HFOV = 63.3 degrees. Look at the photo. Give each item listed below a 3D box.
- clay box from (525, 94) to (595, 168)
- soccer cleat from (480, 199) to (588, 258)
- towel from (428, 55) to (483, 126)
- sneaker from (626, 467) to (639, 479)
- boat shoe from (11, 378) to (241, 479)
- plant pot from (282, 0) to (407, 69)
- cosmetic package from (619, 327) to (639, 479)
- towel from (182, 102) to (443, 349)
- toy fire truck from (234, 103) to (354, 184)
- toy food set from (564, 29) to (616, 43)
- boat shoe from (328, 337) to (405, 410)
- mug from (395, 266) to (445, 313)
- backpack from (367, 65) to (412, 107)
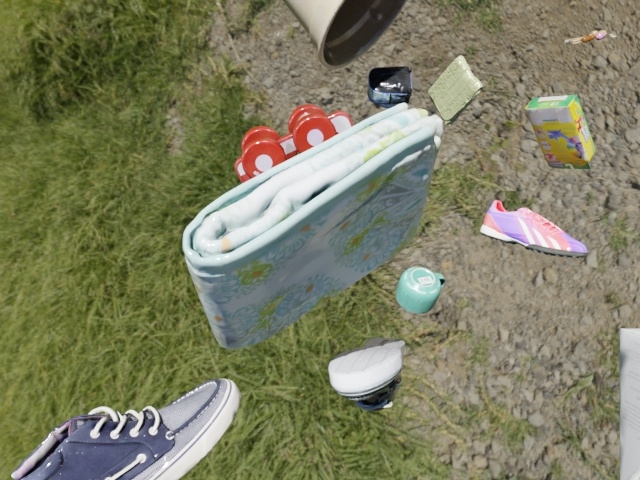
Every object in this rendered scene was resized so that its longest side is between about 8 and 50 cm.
[{"bbox_3d":[0.664,-0.292,1.427,0.053,0.222,0.127,-51,34,-18],"label":"clay box"},{"bbox_3d":[0.604,-0.031,1.476,0.318,0.108,0.117,23,102,50],"label":"soccer cleat"},{"bbox_3d":[0.320,-0.356,1.243,0.110,0.027,0.148,63,152,15],"label":"towel"},{"bbox_3d":[0.351,0.263,0.323,0.126,0.127,0.321,-50,18,-8],"label":"sneaker"},{"bbox_3d":[-0.286,0.300,0.791,0.127,0.340,0.158,-1,124,55],"label":"boat shoe"},{"bbox_3d":[0.020,-0.657,1.278,0.305,0.334,0.334,47,119,9],"label":"plant pot"},{"bbox_3d":[0.656,0.350,0.894,0.217,0.156,0.385,-3,90,0],"label":"cosmetic package"},{"bbox_3d":[0.000,0.000,0.741,0.090,0.374,0.321,51,160,25],"label":"towel"},{"bbox_3d":[-0.043,-0.166,1.237,0.302,0.169,0.254,-24,115,2],"label":"toy fire truck"},{"bbox_3d":[0.753,-0.570,1.451,0.122,0.078,0.019,-5,116,17],"label":"toy food set"},{"bbox_3d":[0.108,0.262,0.979,0.121,0.335,0.119,-4,86,21],"label":"boat shoe"},{"bbox_3d":[0.308,0.136,1.596,0.129,0.158,0.097,24,137,14],"label":"mug"},{"bbox_3d":[0.183,-0.409,1.394,0.114,0.084,0.105,3,62,1],"label":"backpack"}]
